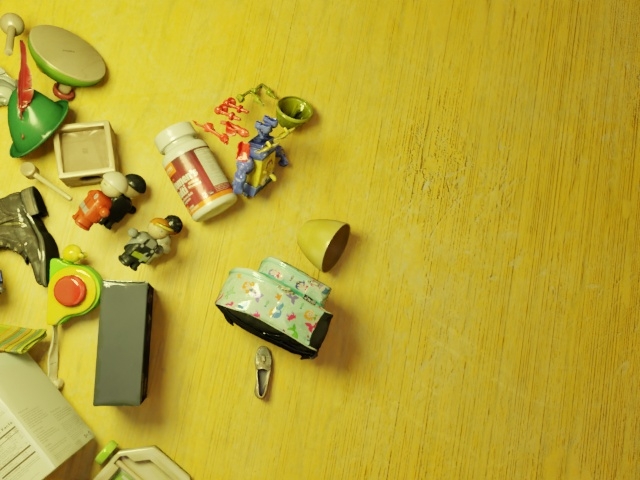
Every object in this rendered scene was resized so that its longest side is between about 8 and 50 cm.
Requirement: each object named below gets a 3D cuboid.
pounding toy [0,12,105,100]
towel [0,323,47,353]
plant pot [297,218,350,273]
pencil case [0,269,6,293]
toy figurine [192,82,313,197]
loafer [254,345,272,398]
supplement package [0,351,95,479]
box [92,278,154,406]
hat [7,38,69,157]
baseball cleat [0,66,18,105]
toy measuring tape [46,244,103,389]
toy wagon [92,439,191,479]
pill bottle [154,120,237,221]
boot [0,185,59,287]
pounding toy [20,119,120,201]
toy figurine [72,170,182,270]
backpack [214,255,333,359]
[{"bbox_3d":[-0.645,-0.418,1.465,0.237,0.110,0.183,16,42,-41],"label":"pounding toy"},{"bbox_3d":[-0.732,0.203,1.343,0.237,0.102,0.021,8,105,4],"label":"towel"},{"bbox_3d":[0.000,0.000,1.513,0.095,0.134,0.134,27,77,21],"label":"plant pot"},{"bbox_3d":[-0.833,0.115,1.323,0.306,0.133,0.119,-24,59,3],"label":"pencil case"},{"bbox_3d":[-0.166,-0.217,1.513,0.191,0.217,0.362,22,34,9],"label":"toy figurine"},{"bbox_3d":[-0.136,0.315,1.475,0.045,0.039,0.125,4,81,-8],"label":"loafer"},{"bbox_3d":[-0.658,0.396,1.279,0.198,0.199,0.263,-40,89,1],"label":"supplement package"},{"bbox_3d":[-0.432,0.225,1.367,0.103,0.184,0.261,2,81,-8],"label":"box"},{"bbox_3d":[-0.688,-0.319,1.378,0.208,0.173,0.183,-48,132,-8],"label":"hat"},{"bbox_3d":[-0.826,-0.374,1.465,0.205,0.072,0.109,10,64,-10],"label":"baseball cleat"},{"bbox_3d":[-0.552,0.174,1.398,0.121,0.121,0.330,2,89,-9],"label":"toy measuring tape"},{"bbox_3d":[-0.449,0.626,1.362,0.267,0.068,0.344,41,78,-1],"label":"toy wagon"},{"bbox_3d":[-0.302,-0.165,1.481,0.121,0.121,0.221,-30,87,-12],"label":"pill bottle"},{"bbox_3d":[-0.738,0.007,1.412,0.229,0.091,0.263,-16,80,-6],"label":"boot"},{"bbox_3d":[-0.584,-0.171,1.449,0.206,0.094,0.181,-9,82,-10],"label":"pounding toy"},{"bbox_3d":[-0.422,-0.049,1.397,0.209,0.213,0.148,41,91,0],"label":"toy figurine"},{"bbox_3d":[-0.107,0.145,1.412,0.253,0.225,0.191,21,77,-8],"label":"backpack"}]
